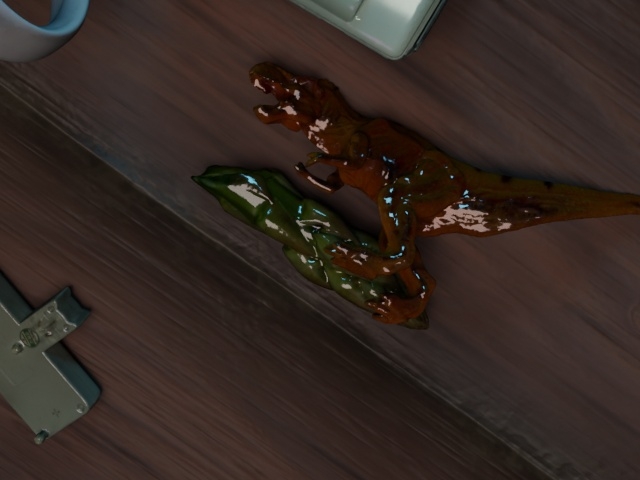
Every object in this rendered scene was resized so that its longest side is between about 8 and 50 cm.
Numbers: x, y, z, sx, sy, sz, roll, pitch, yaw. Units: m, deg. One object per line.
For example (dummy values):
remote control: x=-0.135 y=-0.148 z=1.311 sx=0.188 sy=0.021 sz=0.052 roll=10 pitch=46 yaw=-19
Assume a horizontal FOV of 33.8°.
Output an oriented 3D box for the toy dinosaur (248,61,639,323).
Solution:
toy dinosaur: x=0.106 y=-0.023 z=1.011 sx=0.432 sy=0.097 sz=0.208 roll=24 pitch=71 yaw=-2

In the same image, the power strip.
power strip: x=-0.330 y=0.111 z=1.187 sx=0.145 sy=0.061 sz=0.216 roll=-34 pitch=102 yaw=22

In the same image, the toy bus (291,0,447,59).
toy bus: x=-0.007 y=-0.273 z=0.916 sx=0.271 sy=0.165 sz=0.133 roll=30 pitch=114 yaw=-2

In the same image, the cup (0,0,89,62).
cup: x=-0.291 y=-0.305 z=0.872 sx=0.236 sy=0.327 sz=0.323 roll=-30 pitch=102 yaw=19

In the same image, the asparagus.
asparagus: x=0.000 y=0.000 z=1.072 sx=0.287 sy=0.080 sz=0.080 roll=39 pitch=113 yaw=-3
